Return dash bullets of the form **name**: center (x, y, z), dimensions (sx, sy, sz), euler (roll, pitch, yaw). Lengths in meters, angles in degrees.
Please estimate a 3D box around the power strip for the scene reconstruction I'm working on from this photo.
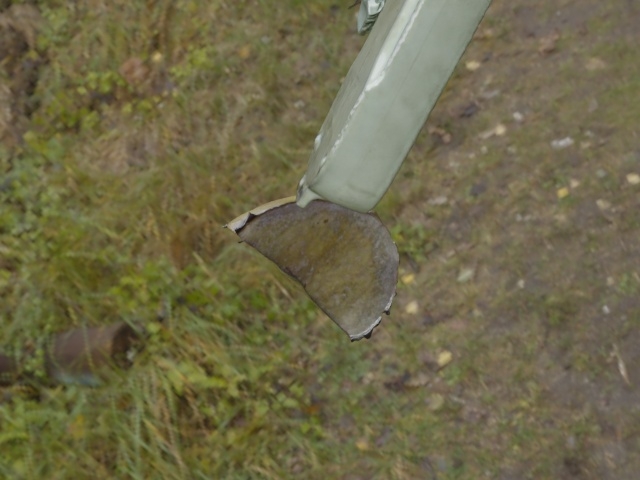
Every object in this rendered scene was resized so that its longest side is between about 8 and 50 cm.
- **power strip**: center (0.065, -0.136, 0.573), dimensions (0.286, 0.048, 0.080), euler (-61, 11, 16)

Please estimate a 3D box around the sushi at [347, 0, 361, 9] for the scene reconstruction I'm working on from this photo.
- **sushi**: center (0.133, -0.314, 1.161), dimensions (0.201, 0.031, 0.139), euler (-35, -2, -33)

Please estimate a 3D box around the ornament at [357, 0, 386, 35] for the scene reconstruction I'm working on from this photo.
- **ornament**: center (0.052, -0.217, 1.008), dimensions (0.041, 0.092, 0.068), euler (-25, 30, -3)

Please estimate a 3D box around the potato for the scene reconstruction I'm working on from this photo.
- **potato**: center (0.000, 0.000, 1.269), dimensions (0.138, 0.243, 0.098), euler (-47, 33, -1)
